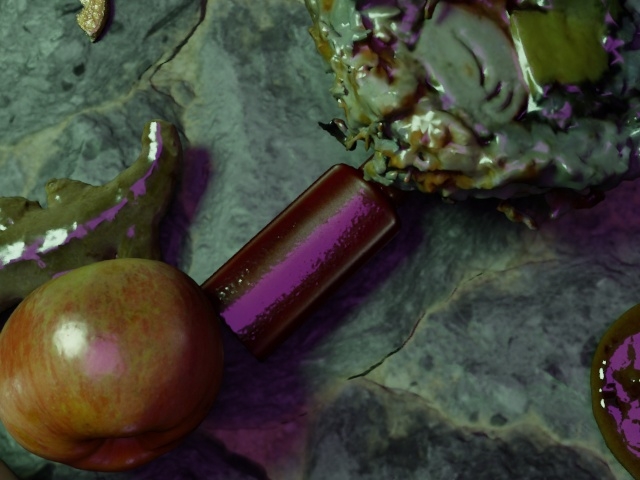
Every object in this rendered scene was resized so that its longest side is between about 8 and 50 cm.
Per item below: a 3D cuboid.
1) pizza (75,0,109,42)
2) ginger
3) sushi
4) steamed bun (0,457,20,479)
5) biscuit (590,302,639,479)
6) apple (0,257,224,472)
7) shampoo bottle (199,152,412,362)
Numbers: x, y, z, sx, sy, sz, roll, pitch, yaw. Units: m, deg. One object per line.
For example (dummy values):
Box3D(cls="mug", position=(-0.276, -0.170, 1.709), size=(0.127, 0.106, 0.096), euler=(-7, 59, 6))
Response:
Box3D(cls="pizza", position=(-0.261, -0.268, 0.850), size=(0.037, 0.016, 0.083), euler=(0, 81, 0))
Box3D(cls="ginger", position=(-0.273, 0.014, 0.761), size=(0.333, 0.080, 0.166), euler=(-26, 93, -12))
Box3D(cls="sushi", position=(0.183, -0.210, 0.704), size=(0.418, 0.176, 0.417), euler=(3, 81, -16))
Box3D(cls="steamed bun", position=(-0.410, 0.273, 0.577), size=(0.374, 0.334, 0.333), euler=(8, 78, 3))
Box3D(cls="biscuit", position=(0.375, 0.156, 0.739), size=(0.212, 0.036, 0.212), euler=(0, 77, 0))
Box3D(cls="apple", position=(-0.188, 0.116, 0.669), size=(0.210, 0.209, 0.164), euler=(-18, 64, -3))
Box3D(cls="shampoo bottle", position=(0.000, 0.000, 0.763), size=(0.260, 0.064, 0.102), euler=(-43, 82, -8))
